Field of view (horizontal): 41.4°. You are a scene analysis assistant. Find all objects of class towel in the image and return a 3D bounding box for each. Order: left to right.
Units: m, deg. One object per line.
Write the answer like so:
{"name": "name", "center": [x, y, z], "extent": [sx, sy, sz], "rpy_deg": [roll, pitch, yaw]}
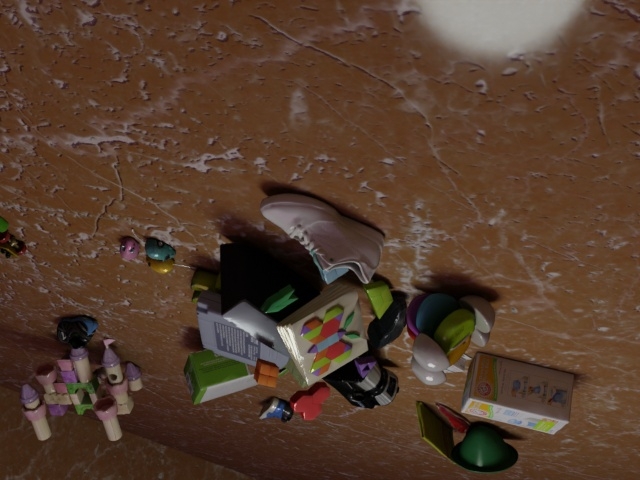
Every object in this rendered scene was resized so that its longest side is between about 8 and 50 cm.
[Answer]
{"name": "towel", "center": [-0.058, 0.286, 1.979], "extent": [0.110, 0.027, 0.148], "rpy_deg": [50, 161, 18]}
{"name": "towel", "center": [0.307, 0.506, 2.219], "extent": [0.021, 0.102, 0.237], "rpy_deg": [-22, 142, 18]}

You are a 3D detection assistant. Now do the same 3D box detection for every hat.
{"name": "hat", "center": [0.420, 0.484, 2.195], "extent": [0.173, 0.184, 0.208], "rpy_deg": [7, -163, 33]}

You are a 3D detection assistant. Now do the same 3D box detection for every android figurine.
{"name": "android figurine", "center": [-0.128, 0.131, 1.715], "extent": [0.272, 0.056, 0.248], "rpy_deg": [17, 156, -1]}

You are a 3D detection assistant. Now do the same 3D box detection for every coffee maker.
{"name": "coffee maker", "center": [0.072, 0.292, 1.901], "extent": [0.171, 0.120, 0.178], "rpy_deg": [29, 166, 37]}

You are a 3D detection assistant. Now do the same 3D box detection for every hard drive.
{"name": "hard drive", "center": [-0.077, 0.114, 1.522], "extent": [0.054, 0.172, 0.254], "rpy_deg": [-30, 136, 26]}

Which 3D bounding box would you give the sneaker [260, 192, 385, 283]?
{"name": "sneaker", "center": [0.000, 0.000, 1.310], "extent": [0.212, 0.094, 0.080], "rpy_deg": [23, 156, -16]}

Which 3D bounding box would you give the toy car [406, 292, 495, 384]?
{"name": "toy car", "center": [0.212, 0.155, 1.497], "extent": [0.136, 0.159, 0.182], "rpy_deg": [46, 166, 22]}

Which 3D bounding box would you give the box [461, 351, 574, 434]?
{"name": "box", "center": [0.402, 0.316, 1.744], "extent": [0.203, 0.103, 0.114], "rpy_deg": [13, 155, 4]}

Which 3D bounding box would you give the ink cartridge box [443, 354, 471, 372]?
{"name": "ink cartridge box", "center": [0.272, 0.257, 1.784], "extent": [0.048, 0.028, 0.083], "rpy_deg": [31, 151, -31]}

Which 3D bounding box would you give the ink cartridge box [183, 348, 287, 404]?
{"name": "ink cartridge box", "center": [-0.202, 0.315, 2.123], "extent": [0.255, 0.097, 0.189], "rpy_deg": [-15, 163, -19]}

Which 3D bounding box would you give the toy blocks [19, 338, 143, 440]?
{"name": "toy blocks", "center": [-0.686, 0.381, 2.439], "extent": [0.288, 0.309, 0.260], "rpy_deg": [-3, 119, 11]}

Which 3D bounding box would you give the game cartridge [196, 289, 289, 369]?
{"name": "game cartridge", "center": [-0.149, 0.192, 1.727], "extent": [0.196, 0.060, 0.294], "rpy_deg": [21, 157, 4]}

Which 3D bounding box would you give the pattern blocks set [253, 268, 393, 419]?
{"name": "pattern blocks set", "center": [0.010, 0.171, 1.493], "extent": [0.026, 0.285, 0.325], "rpy_deg": [45, 172, 44]}

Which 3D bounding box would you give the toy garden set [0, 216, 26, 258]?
{"name": "toy garden set", "center": [-0.748, -0.024, 1.741], "extent": [0.244, 0.049, 0.204], "rpy_deg": [4, 154, 22]}

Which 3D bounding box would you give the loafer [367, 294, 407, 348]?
{"name": "loafer", "center": [0.138, 0.147, 1.611], "extent": [0.061, 0.062, 0.170], "rpy_deg": [-19, 158, -22]}

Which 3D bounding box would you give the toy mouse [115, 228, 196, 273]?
{"name": "toy mouse", "center": [-0.338, 0.024, 1.629], "extent": [0.161, 0.031, 0.143], "rpy_deg": [8, 155, 15]}

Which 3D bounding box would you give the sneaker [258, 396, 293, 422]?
{"name": "sneaker", "center": [-0.128, 0.518, 2.538], "extent": [0.084, 0.058, 0.152], "rpy_deg": [28, 147, -8]}

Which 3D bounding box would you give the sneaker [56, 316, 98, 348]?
{"name": "sneaker", "center": [-0.653, 0.249, 2.237], "extent": [0.067, 0.078, 0.188], "rpy_deg": [31, 152, -31]}
